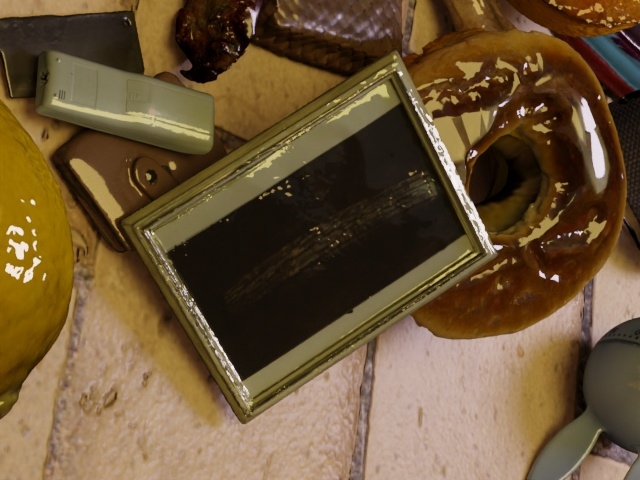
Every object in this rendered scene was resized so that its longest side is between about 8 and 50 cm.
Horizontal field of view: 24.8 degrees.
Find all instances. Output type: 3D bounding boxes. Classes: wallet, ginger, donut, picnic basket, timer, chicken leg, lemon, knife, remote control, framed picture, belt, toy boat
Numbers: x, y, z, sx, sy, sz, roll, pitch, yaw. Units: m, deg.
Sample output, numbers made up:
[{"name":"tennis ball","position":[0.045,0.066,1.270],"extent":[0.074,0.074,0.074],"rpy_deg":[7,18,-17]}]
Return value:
[{"name":"wallet","position":[-0.153,-0.069,1.286],"extent":[0.152,0.039,0.118],"rpy_deg":[-47,111,-38]},{"name":"ginger","position":[0.195,-0.195,1.600],"extent":[0.148,0.081,0.333],"rpy_deg":[-31,102,-25]},{"name":"donut","position":[0.150,-0.065,1.456],"extent":[0.330,0.160,0.330],"rpy_deg":[-11,110,-30]},{"name":"picnic basket","position":[0.006,-0.230,1.448],"extent":[0.193,0.055,0.110],"rpy_deg":[10,75,-38]},{"name":"timer","position":[0.350,0.206,1.633],"extent":[0.175,0.175,0.255],"rpy_deg":[29,91,-35]},{"name":"chicken leg","position":[-0.067,-0.258,1.347],"extent":[0.051,0.106,0.253],"rpy_deg":[34,76,-40]},{"name":"donut","position":[0.260,-0.317,1.629],"extent":[0.152,0.101,0.259],"rpy_deg":[-37,87,-23]},{"name":"lemon","position":[-0.304,-0.013,1.002],"extent":[0.245,0.245,0.319],"rpy_deg":[-34,91,-40]},{"name":"knife","position":[-0.247,-0.157,1.231],"extent":[0.245,0.019,0.072],"rpy_deg":[-11,91,-44]},{"name":"remote control","position":[-0.165,-0.120,1.253],"extent":[0.162,0.029,0.061],"rpy_deg":[13,62,-31]},{"name":"framed picture","position":[0.000,0.000,1.300],"extent":[0.293,0.018,0.231],"rpy_deg":[-34,112,-11]},{"name":"belt","position":[0.406,-0.071,1.732],"extent":[0.230,0.126,0.139],"rpy_deg":[58,23,-18]},{"name":"toy boat","position":[0.434,-0.215,1.821],"extent":[0.392,0.079,0.136],"rpy_deg":[29,65,-32]}]
